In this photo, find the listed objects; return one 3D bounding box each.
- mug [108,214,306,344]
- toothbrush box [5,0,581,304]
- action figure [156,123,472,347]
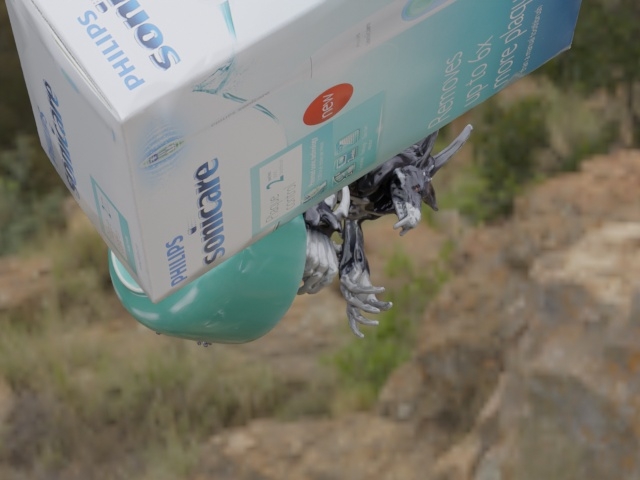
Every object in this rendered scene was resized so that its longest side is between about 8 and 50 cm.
[{"bbox_3d":[-0.084,-0.006,1.393,0.097,0.157,0.129,10,15,-47],"label":"mug"},{"bbox_3d":[-0.006,-0.127,1.033,0.295,0.216,0.126,-31,69,-15],"label":"toothbrush box"},{"bbox_3d":[0.000,0.000,1.515,0.276,0.164,0.141,-28,58,18],"label":"action figure"}]
